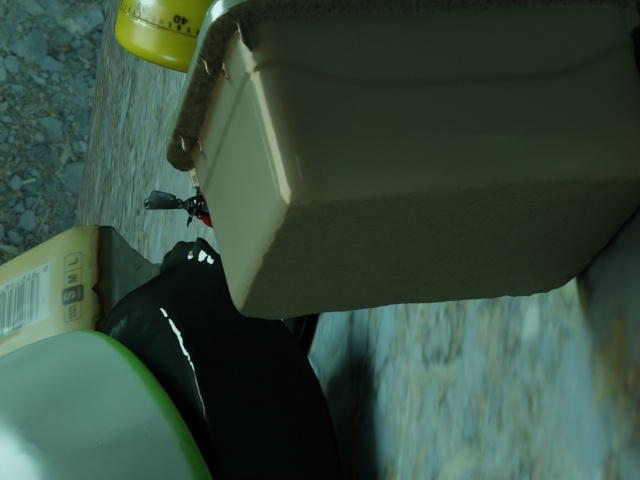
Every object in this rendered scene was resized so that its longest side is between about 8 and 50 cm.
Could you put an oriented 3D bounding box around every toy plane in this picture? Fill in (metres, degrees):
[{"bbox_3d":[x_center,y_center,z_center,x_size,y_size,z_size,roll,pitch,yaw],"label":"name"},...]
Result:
[{"bbox_3d":[-0.047,-0.016,0.878,0.145,0.060,0.037,25,109,61],"label":"toy plane"}]

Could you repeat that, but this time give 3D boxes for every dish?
[{"bbox_3d":[-0.141,0.205,0.668,0.324,0.124,0.324,18,111,60],"label":"dish"}]

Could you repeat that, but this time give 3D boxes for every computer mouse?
[{"bbox_3d":[-0.033,0.144,0.683,0.168,0.087,0.295,-50,48,53],"label":"computer mouse"}]

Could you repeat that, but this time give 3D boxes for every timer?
[{"bbox_3d":[-0.065,-0.114,0.899,0.107,0.107,0.109,-119,40,-69],"label":"timer"}]

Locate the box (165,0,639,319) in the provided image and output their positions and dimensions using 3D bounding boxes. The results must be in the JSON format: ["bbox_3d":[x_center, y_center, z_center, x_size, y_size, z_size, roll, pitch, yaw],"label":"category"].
[{"bbox_3d":[0.026,-0.024,0.415,0.089,0.122,0.062,118,144,-59],"label":"box"}]

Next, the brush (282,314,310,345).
[{"bbox_3d":[0.000,0.000,0.749,0.193,0.016,0.063,109,163,-45],"label":"brush"}]

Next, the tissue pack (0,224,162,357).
[{"bbox_3d":[-0.163,0.187,1.024,0.238,0.238,0.305,109,161,-46],"label":"tissue pack"}]
